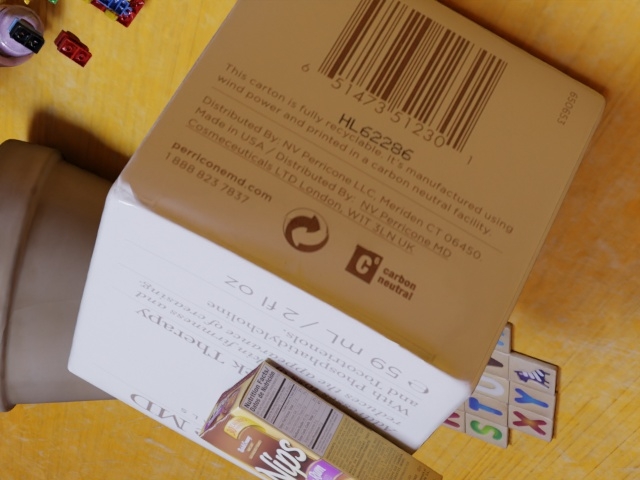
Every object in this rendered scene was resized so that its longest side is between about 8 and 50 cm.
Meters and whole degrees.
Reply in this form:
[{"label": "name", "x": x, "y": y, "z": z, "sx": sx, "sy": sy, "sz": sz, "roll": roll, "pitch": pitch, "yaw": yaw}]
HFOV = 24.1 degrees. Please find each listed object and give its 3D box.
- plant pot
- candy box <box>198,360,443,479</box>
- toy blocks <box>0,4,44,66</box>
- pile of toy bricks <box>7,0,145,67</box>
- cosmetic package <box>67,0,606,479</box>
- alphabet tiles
[{"label": "plant pot", "x": -0.261, "y": 0.064, "z": 1.765, "sx": 0.280, "sy": 0.323, "sz": 0.323, "roll": 12, "pitch": 149, "yaw": -2}, {"label": "candy box", "x": -0.002, "y": 0.185, "z": 1.286, "sx": 0.186, "sy": 0.053, "sz": 0.109, "roll": 34, "pitch": 150, "yaw": -7}, {"label": "toy blocks", "x": -0.457, "y": -0.185, "z": 1.486, "sx": 0.288, "sy": 0.309, "sz": 0.260, "roll": 40, "pitch": 159, "yaw": -19}, {"label": "pile of toy bricks", "x": -0.287, "y": -0.267, "z": 1.466, "sx": 0.212, "sy": 0.118, "sz": 0.105, "roll": 33, "pitch": -170, "yaw": -28}, {"label": "cosmetic package", "x": 0.000, "y": 0.000, "z": 1.379, "sx": 0.329, "sy": 0.327, "sz": 0.394, "roll": 29, "pitch": 151, "yaw": 0}, {"label": "alphabet tiles", "x": 0.121, "y": 0.144, "z": 1.809, "sx": 0.342, "sy": 0.011, "sz": 0.285, "roll": 19, "pitch": 149, "yaw": 18}]
